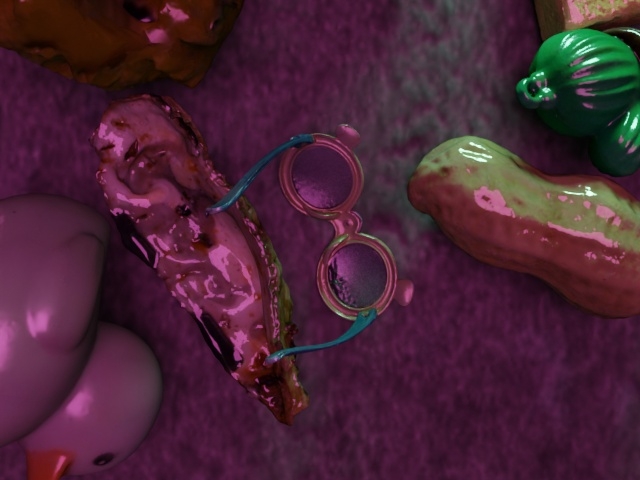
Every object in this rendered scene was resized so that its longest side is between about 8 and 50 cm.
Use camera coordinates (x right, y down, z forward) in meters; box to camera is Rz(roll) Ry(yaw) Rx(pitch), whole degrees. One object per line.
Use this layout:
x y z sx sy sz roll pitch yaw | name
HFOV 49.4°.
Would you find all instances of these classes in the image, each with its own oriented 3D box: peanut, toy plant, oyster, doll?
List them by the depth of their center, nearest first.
-0.228 0.090 0.600 0.221 0.221 0.251 5 64 -4 | doll
0.265 -0.128 0.637 0.200 0.105 0.143 -18 83 -22 | toy plant
0.207 -0.019 0.645 0.256 0.123 0.123 28 90 -3 | peanut
-0.103 0.020 0.653 0.128 0.078 0.345 -28 95 18 | oyster

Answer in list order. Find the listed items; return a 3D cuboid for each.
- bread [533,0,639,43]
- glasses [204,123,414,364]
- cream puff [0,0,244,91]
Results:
0.261 -0.294 0.664 0.125 0.068 0.188 -13 92 -3 | bread
-0.025 0.008 0.602 0.088 0.220 0.190 -17 95 36 | glasses
-0.146 -0.240 0.537 0.185 0.282 0.282 24 90 32 | cream puff
